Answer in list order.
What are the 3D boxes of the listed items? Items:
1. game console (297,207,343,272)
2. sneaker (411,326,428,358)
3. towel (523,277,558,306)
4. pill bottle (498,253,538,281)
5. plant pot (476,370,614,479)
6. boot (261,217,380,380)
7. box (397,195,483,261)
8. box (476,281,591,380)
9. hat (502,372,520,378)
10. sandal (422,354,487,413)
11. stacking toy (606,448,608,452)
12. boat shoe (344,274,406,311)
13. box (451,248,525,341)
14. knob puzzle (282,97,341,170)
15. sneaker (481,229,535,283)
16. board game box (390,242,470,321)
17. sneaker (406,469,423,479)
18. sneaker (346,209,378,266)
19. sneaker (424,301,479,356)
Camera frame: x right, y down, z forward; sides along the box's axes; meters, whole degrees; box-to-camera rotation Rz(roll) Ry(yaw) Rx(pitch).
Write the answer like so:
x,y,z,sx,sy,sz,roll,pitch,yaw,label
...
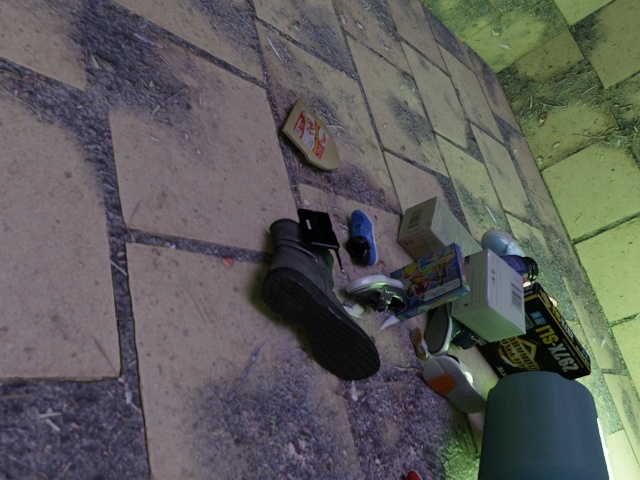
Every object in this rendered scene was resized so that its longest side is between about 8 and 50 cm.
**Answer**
x,y,z,sx,sy,sz,roll,pitch,yaw,label
0.000,0.000,1.231,0.107,0.071,0.122,9,35,-21,game console
0.255,0.264,1.503,0.037,0.031,0.083,29,47,-60,sneaker
0.699,0.246,2.011,0.274,0.199,0.031,28,9,-41,towel
0.630,0.111,1.987,0.219,0.123,0.123,-7,69,-30,pill bottle
0.514,0.509,1.350,0.341,0.341,0.334,44,40,-25,plant pot
0.015,0.115,1.209,0.338,0.118,0.223,53,22,-27,boot
0.379,0.034,1.748,0.311,0.121,0.148,45,44,-24,box
0.613,0.303,1.757,0.322,0.257,0.079,52,32,-15,box
0.608,0.546,1.668,0.331,0.134,0.331,27,30,-17,hat
0.343,0.354,1.496,0.265,0.101,0.076,49,32,-34,sandal
0.760,0.753,1.735,0.175,0.165,0.302,20,61,-35,stacking toy
0.140,0.135,1.400,0.228,0.080,0.076,17,50,-58,boat shoe
0.458,0.152,1.598,0.181,0.119,0.181,34,49,-30,box
-0.019,-0.254,1.516,0.213,0.030,0.213,35,40,-35,knob puzzle
0.694,0.134,2.119,0.366,0.135,0.150,56,29,-6,sneaker
0.272,0.106,1.481,0.035,0.201,0.136,33,42,-37,board game box
0.181,0.522,1.179,0.067,0.042,0.119,32,44,-43,sneaker
0.097,-0.012,1.462,0.084,0.058,0.152,16,59,-59,sneaker
0.363,0.264,1.595,0.163,0.086,0.226,47,33,-17,sneaker
